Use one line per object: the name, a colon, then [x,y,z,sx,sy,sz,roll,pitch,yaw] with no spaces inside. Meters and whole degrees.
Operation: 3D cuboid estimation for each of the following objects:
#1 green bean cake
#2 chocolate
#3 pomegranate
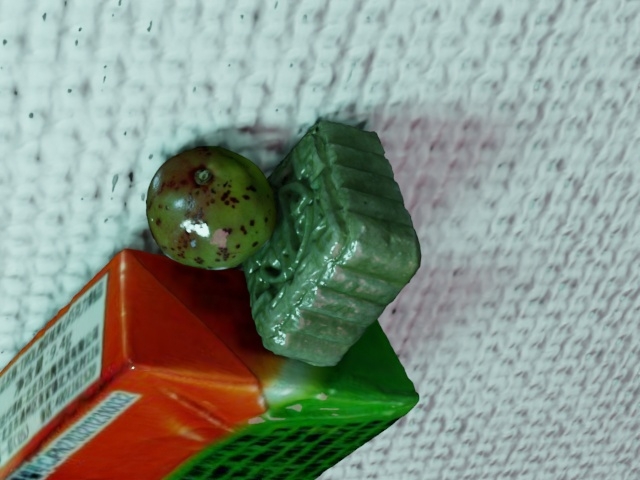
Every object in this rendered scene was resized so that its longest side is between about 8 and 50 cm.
green bean cake: [0.000,0.000,1.643,0.094,0.185,0.183,15,131,-29]
chocolate: [-0.139,0.166,1.778,0.341,0.161,0.360,12,143,-34]
pomegranate: [-0.104,-0.024,1.613,0.130,0.130,0.130,-12,143,-9]
